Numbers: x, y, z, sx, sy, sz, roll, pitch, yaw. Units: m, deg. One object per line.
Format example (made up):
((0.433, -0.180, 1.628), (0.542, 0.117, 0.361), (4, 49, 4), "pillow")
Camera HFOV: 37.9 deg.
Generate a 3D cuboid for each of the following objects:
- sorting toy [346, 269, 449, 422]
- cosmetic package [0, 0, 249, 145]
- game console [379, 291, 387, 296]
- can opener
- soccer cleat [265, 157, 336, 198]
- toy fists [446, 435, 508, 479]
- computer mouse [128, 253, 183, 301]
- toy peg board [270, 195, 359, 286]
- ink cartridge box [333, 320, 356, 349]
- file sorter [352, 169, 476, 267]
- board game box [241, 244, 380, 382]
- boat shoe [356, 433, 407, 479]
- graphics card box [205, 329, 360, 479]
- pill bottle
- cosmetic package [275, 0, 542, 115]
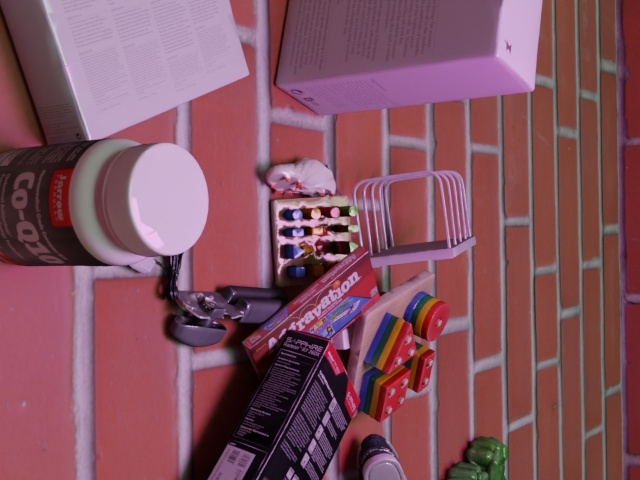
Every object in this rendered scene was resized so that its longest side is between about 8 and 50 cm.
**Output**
((0.164, 0.224, 1.907), (0.257, 0.089, 0.256), (-26, 132, -48), "sorting toy")
((-0.281, -0.330, 1.373), (0.377, 0.097, 0.285), (-36, 119, -50), "cosmetic package")
((0.160, 0.195, 2.060), (0.144, 0.085, 0.124), (24, 39, -53), "game console")
((-0.149, 0.129, 1.592), (0.283, 0.076, 0.095), (9, 114, -55), "can opener")
((-0.040, -0.123, 1.747), (0.196, 0.068, 0.076), (11, 64, -55), "soccer cleat")
((0.388, 0.591, 2.303), (0.279, 0.096, 0.142), (-33, 114, -49), "toy fists")
((-0.272, 0.017, 1.423), (0.193, 0.042, 0.106), (32, 64, -50), "computer mouse")
((0.000, 0.000, 1.726), (0.160, 0.079, 0.161), (-5, 93, -29), "toy peg board")
((0.044, 0.118, 1.853), (0.104, 0.061, 0.181), (-11, 98, -55), "ink cartridge box")
((0.193, -0.051, 1.903), (0.277, 0.192, 0.173), (-14, 97, -72), "file sorter")
((-0.010, 0.142, 1.674), (0.281, 0.027, 0.145), (-39, 140, -19), "board game box")
((0.140, 0.532, 1.945), (0.091, 0.114, 0.303), (-108, -170, -57), "boat shoe")
((-0.068, 0.366, 1.593), (0.371, 0.094, 0.233), (-62, 150, -28), "graphics card box")
((-0.293, -0.047, 1.185), (0.161, 0.283, 0.161), (3, 86, -55), "pill bottle")
((0.156, -0.377, 1.687), (0.161, 0.453, 0.230), (25, 69, -52), "cosmetic package")
